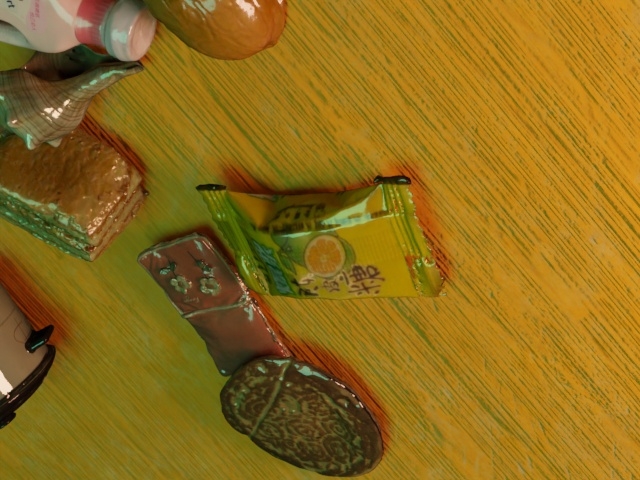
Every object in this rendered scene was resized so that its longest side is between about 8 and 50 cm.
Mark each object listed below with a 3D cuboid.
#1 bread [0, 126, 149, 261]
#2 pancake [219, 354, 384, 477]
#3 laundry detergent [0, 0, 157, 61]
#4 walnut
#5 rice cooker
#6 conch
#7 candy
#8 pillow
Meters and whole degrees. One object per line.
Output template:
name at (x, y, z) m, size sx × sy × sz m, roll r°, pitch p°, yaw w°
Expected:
bread at (-0.338, -0.073, 2.189) m, size 0.196 × 0.138 × 0.102 m, roll 31°, pitch 161°, yaw 6°
pancake at (-0.024, 0.249, 2.321) m, size 0.250 × 0.031 × 0.250 m, roll 15°, pitch 140°, yaw 13°
laundry detergent at (-0.362, -0.299, 2.056) m, size 0.335 × 0.088 × 0.159 m, roll 20°, pitch 137°, yaw 16°
walnut at (-0.138, -0.285, 1.932) m, size 0.211 × 0.087 × 0.167 m, roll 46°, pitch 131°, yaw -10°
rice cooker at (-0.520, 0.176, 2.439) m, size 0.280 × 0.241 × 0.227 m, roll -29°, pitch 106°, yaw 12°
conch at (-0.343, -0.184, 2.124) m, size 0.114 × 0.234 × 0.137 m, roll 81°, pitch 163°, yaw -52°
candy at (0.000, 0.000, 2.084) m, size 0.297 × 0.081 × 0.187 m, roll 0°, pitch 127°, yaw 32°
pillow at (-0.140, 0.088, 2.271) m, size 0.126 × 0.043 × 0.232 m, roll -16°, pitch 117°, yaw 39°
